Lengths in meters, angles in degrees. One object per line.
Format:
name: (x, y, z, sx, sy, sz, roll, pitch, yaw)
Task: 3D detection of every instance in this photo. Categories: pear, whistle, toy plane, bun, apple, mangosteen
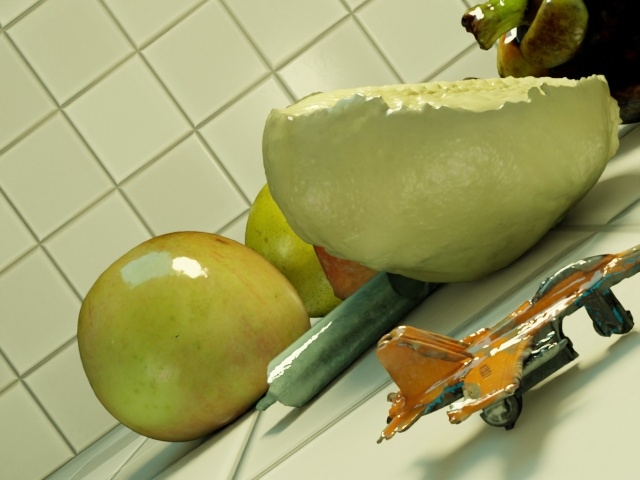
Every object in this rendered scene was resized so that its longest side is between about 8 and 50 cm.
pear: (0.000, 0.000, 1.286, 0.294, 0.294, 0.294, -36, 0, 0)
whistle: (0.047, 0.089, 0.838, 0.312, 0.062, 0.062, -36, 0, -32)
toy plane: (0.113, 0.051, 0.381, 0.188, 0.062, 0.135, -22, 2, 8)
bun: (0.122, -0.065, 0.770, 0.364, 0.202, 0.364, -6, 13, 1)
apple: (-0.191, 0.130, 1.075, 0.319, 0.277, 0.319, -37, -2, -1)
mangosteen: (0.370, -0.303, 0.927, 0.330, 0.330, 0.330, -36, 0, 0)

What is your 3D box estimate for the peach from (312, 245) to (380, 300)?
peach: (0.085, -0.015, 1.029, 0.232, 0.232, 0.232, -36, 0, 0)

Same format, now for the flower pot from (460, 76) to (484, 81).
flower pot: (0.275, -0.184, 1.552, 0.302, 0.213, 0.302, -32, -5, -3)
